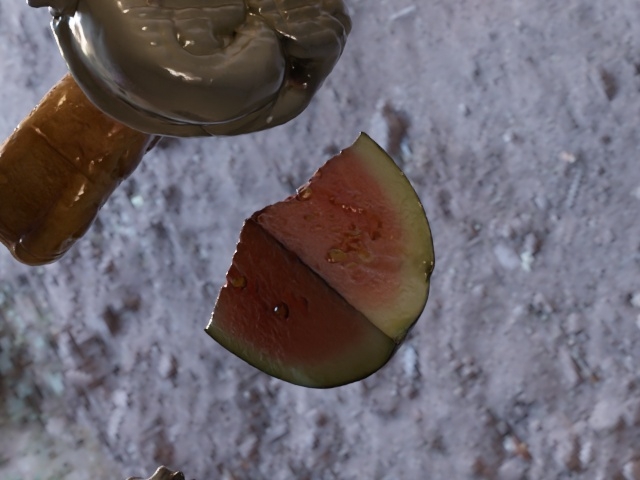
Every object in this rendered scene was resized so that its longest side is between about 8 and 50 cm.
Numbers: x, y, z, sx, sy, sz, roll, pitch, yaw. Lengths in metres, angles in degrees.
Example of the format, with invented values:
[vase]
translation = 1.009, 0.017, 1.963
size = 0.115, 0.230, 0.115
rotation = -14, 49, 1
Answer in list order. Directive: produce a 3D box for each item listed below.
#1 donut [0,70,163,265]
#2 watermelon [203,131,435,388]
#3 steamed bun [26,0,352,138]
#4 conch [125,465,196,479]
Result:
[donut]
translation = -0.246, -0.077, 1.284
size = 0.114, 0.226, 0.226
rotation = 41, 157, -9
[watermelon]
translation = 0.011, 0.012, 0.967
size = 0.193, 0.145, 0.137
rotation = 2, 120, 41
[steamed bun]
translation = -0.100, -0.154, 0.860
size = 0.144, 0.211, 0.218
rotation = -44, 72, 45
[conch]
translation = -0.188, 0.389, 1.439
size = 0.241, 0.313, 0.186
rotation = 32, 178, -40
